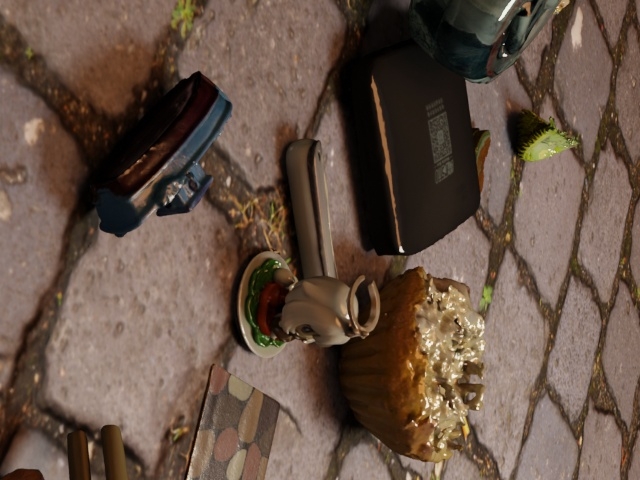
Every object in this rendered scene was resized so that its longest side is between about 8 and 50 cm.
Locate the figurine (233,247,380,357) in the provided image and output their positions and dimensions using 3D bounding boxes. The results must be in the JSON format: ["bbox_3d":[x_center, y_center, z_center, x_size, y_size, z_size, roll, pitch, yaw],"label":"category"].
[{"bbox_3d":[-0.006,0.074,1.520,0.132,0.154,0.132,1,89,-60],"label":"figurine"}]

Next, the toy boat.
[{"bbox_3d":[-0.147,-0.082,1.331,0.097,0.100,0.223,59,44,-28],"label":"toy boat"}]

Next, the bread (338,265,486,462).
[{"bbox_3d":[0.125,0.169,1.752,0.274,0.149,0.274,20,67,-61],"label":"bread"}]

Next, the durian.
[{"bbox_3d":[0.385,-0.184,2.236,0.215,0.100,0.086,11,78,-66],"label":"durian"}]

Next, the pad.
[{"bbox_3d":[-0.108,0.276,1.496,0.158,0.003,0.235,40,57,-52],"label":"pad"}]

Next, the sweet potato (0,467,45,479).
[{"bbox_3d":[-0.247,0.348,1.207,0.067,0.059,0.281,-33,118,-44],"label":"sweet potato"}]

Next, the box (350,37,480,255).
[{"bbox_3d":[0.137,-0.142,1.844,0.290,0.073,0.289,-32,117,-55],"label":"box"}]

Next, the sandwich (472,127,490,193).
[{"bbox_3d":[0.243,-0.115,2.065,0.067,0.029,0.135,17,76,-58],"label":"sandwich"}]

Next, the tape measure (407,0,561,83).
[{"bbox_3d":[0.245,-0.345,1.745,0.275,0.147,0.256,-45,163,-25],"label":"tape measure"}]

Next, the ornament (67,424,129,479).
[{"bbox_3d":[-0.189,0.334,1.235,0.230,0.061,0.244,88,-9,-55],"label":"ornament"}]

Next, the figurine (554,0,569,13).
[{"bbox_3d":[0.426,-0.446,2.367,0.050,0.047,0.083,-54,143,-24],"label":"figurine"}]

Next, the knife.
[{"bbox_3d":[-0.001,0.002,1.641,0.073,0.041,0.265,-38,123,-66],"label":"knife"}]
